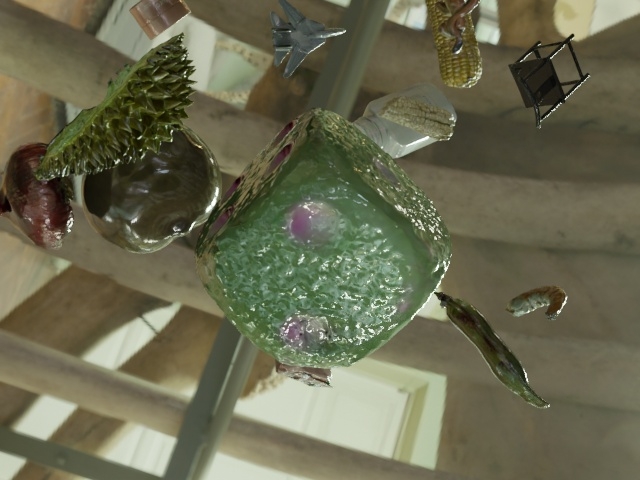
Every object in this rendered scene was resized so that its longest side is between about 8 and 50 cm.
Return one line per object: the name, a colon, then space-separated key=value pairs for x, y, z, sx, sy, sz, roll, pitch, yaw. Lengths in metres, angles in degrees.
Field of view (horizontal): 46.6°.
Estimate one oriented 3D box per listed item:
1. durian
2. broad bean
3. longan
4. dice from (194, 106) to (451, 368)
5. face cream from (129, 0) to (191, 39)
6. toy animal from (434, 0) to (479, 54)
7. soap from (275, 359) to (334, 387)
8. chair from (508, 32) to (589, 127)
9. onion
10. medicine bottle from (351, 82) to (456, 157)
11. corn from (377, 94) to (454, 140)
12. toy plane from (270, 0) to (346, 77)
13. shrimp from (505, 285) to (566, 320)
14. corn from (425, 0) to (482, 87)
durian: x=-0.400 y=-0.247 z=1.408 sx=0.394 sy=0.198 sz=0.163 roll=-39 pitch=155 yaw=7
broad bean: x=0.352 y=0.218 z=1.559 sx=0.061 sy=0.339 sz=0.077 roll=-30 pitch=152 yaw=-13
longan: x=-0.439 y=-0.138 z=1.931 sx=0.361 sy=0.361 sz=0.360 roll=-161 pitch=-90 yaw=-89
dice: x=0.000 y=0.000 z=1.242 sx=0.330 sy=0.318 sz=0.322 roll=-45 pitch=-163 yaw=18
face cream: x=-0.465 y=-0.666 z=2.158 sx=0.149 sy=0.104 sz=0.149 roll=-31 pitch=-160 yaw=13
toy animal: x=0.218 y=-0.518 z=1.373 sx=0.097 sy=0.312 sz=0.157 roll=-30 pitch=170 yaw=-44
soap: x=-0.051 y=0.262 z=2.062 sx=0.218 sy=0.098 sz=0.273 roll=36 pitch=41 yaw=-49
chair: x=0.608 y=-0.440 z=2.059 sx=0.260 sy=0.154 sz=0.141 roll=-41 pitch=-156 yaw=-26
onion: x=-0.689 y=-0.106 z=1.771 sx=0.272 sy=0.195 sz=0.271 roll=174 pitch=-90 yaw=-69
medicine bottle: x=0.233 y=-0.346 z=2.197 sx=0.324 sy=0.179 sz=0.124 roll=-26 pitch=161 yaw=-30
corn: x=0.257 y=-0.330 z=1.963 sx=0.087 sy=0.211 sz=0.087 roll=-56 pitch=-159 yaw=36
toy plane: x=-0.036 y=-0.582 z=2.102 sx=0.267 sy=0.088 sz=0.212 roll=-25 pitch=119 yaw=-44
shrimp: x=0.552 y=0.174 z=1.897 sx=0.161 sy=0.049 sz=0.166 roll=-27 pitch=-163 yaw=19
corn: x=0.286 y=-0.478 z=1.646 sx=0.101 sy=0.101 sz=0.291 roll=-125 pitch=-162 yaw=-89
